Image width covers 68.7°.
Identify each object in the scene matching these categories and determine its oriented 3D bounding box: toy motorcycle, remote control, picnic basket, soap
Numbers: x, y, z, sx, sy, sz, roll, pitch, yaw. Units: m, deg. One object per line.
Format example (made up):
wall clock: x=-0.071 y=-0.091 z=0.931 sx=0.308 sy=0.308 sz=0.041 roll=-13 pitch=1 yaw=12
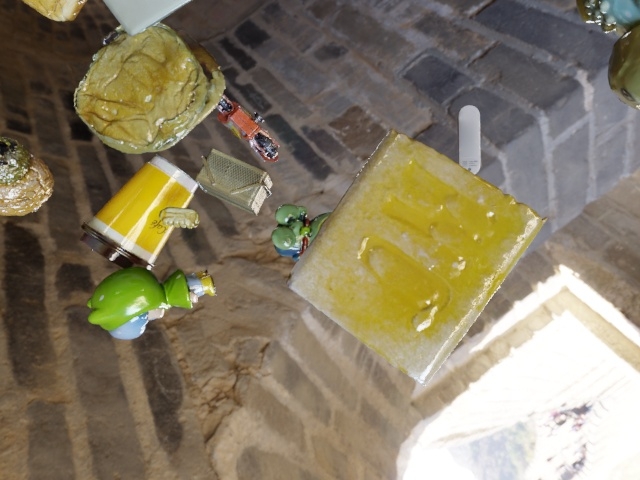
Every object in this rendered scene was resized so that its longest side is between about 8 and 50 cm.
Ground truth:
toy motorcycle: x=-0.252 y=-0.384 z=1.573 sx=0.298 sy=0.089 sz=0.171 roll=44 pitch=171 yaw=-5
remote control: x=0.516 y=-0.347 z=1.628 sx=0.022 sy=0.077 sz=0.244 roll=-1 pitch=-90 yaw=-81
picnic basket: x=-0.323 y=-0.218 z=1.752 sx=0.267 sy=0.139 sz=0.165 roll=25 pitch=171 yaw=5
soap: x=0.150 y=0.022 z=0.798 sx=0.293 sy=0.335 sz=0.156 roll=37 pitch=-178 yaw=7

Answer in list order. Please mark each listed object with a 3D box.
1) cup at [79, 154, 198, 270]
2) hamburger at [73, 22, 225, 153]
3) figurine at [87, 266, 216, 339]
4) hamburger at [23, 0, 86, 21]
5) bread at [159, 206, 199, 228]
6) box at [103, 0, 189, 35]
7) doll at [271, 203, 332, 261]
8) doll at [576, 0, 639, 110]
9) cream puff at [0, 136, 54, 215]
cup: x=-0.436 y=-0.062 z=1.153 sx=0.196 sy=0.279 sz=0.196 roll=33 pitch=169 yaw=7
hamburger: x=-0.346 y=-0.309 z=0.961 sx=0.265 sy=0.285 sz=0.134 roll=44 pitch=174 yaw=7
figurine: x=-0.371 y=0.121 z=1.034 sx=0.162 sy=0.263 sz=0.143 roll=37 pitch=136 yaw=56
hamburger: x=-0.749 y=-0.739 z=1.225 sx=0.305 sy=0.174 sz=0.284 roll=-10 pitch=156 yaw=44
bread: x=-0.316 y=-0.050 z=1.050 sx=0.033 sy=0.088 sz=0.049 roll=115 pitch=153 yaw=-56
box: x=-0.226 y=-0.401 z=0.671 sx=0.129 sy=0.210 sz=0.148 roll=59 pitch=-165 yaw=-30
doll: x=0.000 y=0.001 z=1.433 sx=0.322 sy=0.198 sz=0.186 roll=17 pitch=153 yaw=-12
doll: x=0.495 y=-0.308 z=0.685 sx=0.177 sy=0.162 sz=0.260 roll=-8 pitch=-101 yaw=-65
cream puff: x=-0.781 y=-0.174 z=1.170 sx=0.183 sy=0.183 sz=0.169 roll=52 pitch=148 yaw=21
